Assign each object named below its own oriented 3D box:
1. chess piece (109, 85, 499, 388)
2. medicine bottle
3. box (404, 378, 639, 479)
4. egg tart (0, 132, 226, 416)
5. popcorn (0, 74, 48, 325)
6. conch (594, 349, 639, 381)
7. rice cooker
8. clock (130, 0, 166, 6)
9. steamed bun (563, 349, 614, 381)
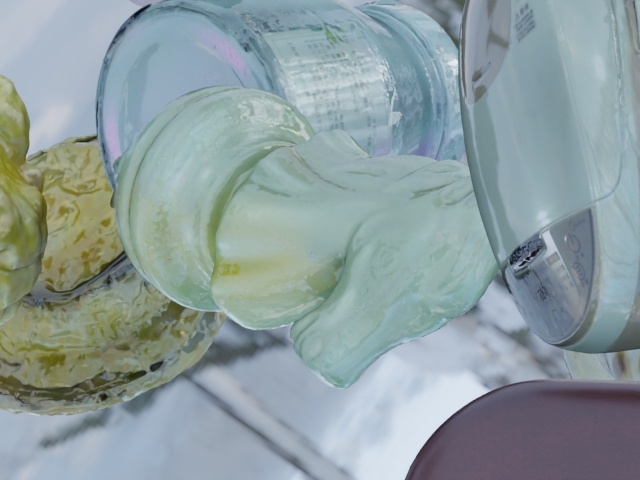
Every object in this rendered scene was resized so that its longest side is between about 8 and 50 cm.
[{"bbox_3d":[0.000,0.000,1.256,0.175,0.298,0.176,-15,114,-37],"label":"chess piece"},{"bbox_3d":[-0.023,-0.115,1.656,0.290,0.245,0.245,-17,142,-47],"label":"medicine bottle"},{"bbox_3d":[0.116,0.247,0.894,0.108,0.263,0.404,49,51,-41],"label":"box"},{"bbox_3d":[-0.243,0.008,1.819,0.345,0.345,0.132,-52,150,-23],"label":"egg tart"},{"bbox_3d":[-0.285,-0.033,1.374,0.203,0.200,0.226,-66,162,-2],"label":"popcorn"},{"bbox_3d":[0.311,0.088,1.374,0.182,0.275,0.149,3,111,-29],"label":"conch"},{"bbox_3d":[0.128,-0.054,0.763,0.145,0.127,0.206,131,-39,-70],"label":"rice cooker"},{"bbox_3d":[-0.138,-0.318,1.695,0.068,0.197,0.197,-5,136,-32],"label":"clock"},{"bbox_3d":[0.261,0.098,1.578,0.090,0.130,0.112,-24,176,-6],"label":"steamed bun"}]
